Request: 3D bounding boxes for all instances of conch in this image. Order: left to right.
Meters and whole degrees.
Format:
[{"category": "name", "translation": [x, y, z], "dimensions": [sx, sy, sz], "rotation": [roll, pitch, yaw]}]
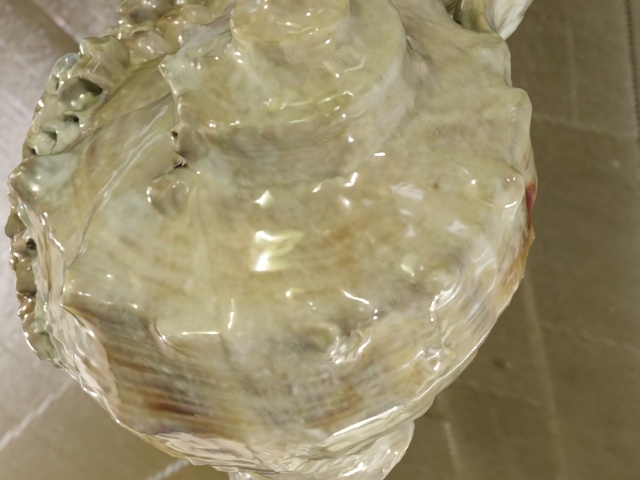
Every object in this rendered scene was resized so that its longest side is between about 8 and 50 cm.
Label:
[{"category": "conch", "translation": [0.000, 0.000, 0.459], "dimensions": [0.163, 0.178, 0.245], "rotation": [44, 154, 31]}]
